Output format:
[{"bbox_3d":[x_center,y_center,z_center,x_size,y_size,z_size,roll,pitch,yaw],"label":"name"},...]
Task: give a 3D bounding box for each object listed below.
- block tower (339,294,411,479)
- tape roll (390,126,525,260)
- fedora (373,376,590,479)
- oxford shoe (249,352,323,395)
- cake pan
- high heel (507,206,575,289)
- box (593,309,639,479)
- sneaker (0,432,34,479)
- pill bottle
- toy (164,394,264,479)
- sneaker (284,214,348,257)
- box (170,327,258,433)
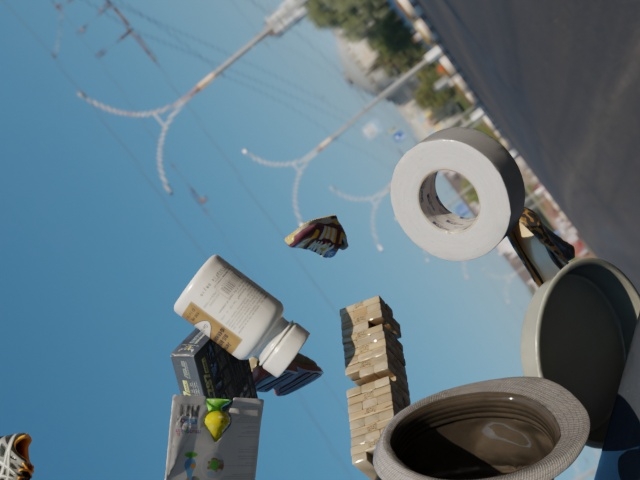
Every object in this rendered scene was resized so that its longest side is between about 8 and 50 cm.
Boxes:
[{"bbox_3d":[0.105,0.267,1.837,0.091,0.097,0.335,47,-150,-42],"label":"block tower"},{"bbox_3d":[0.230,-0.077,1.687,0.219,0.219,0.072,53,-141,-1],"label":"tape roll"},{"bbox_3d":[0.209,0.292,1.283,0.244,0.276,0.124,-136,32,-62],"label":"fedora"},{"bbox_3d":[-0.087,0.271,2.269,0.130,0.123,0.348,61,-173,19],"label":"oxford shoe"},{"bbox_3d":[0.414,0.174,1.550,0.293,0.054,0.293,7,-102,-37],"label":"cake pan"},{"bbox_3d":[0.390,0.054,1.769,0.186,0.093,0.261,32,-146,-24],"label":"high heel"},{"bbox_3d":[0.643,0.331,1.320,0.472,0.479,0.297,16,176,0],"label":"box"},{"bbox_3d":[-0.619,0.480,2.013,0.084,0.083,0.214,62,-174,-55],"label":"sneaker"},{"bbox_3d":[-0.140,0.142,1.813,0.229,0.131,0.131,37,-168,-1],"label":"pill bottle"},{"bbox_3d":[-0.151,0.316,1.276,0.137,0.237,0.056,10,176,-37],"label":"toy"},{"bbox_3d":[0.000,0.000,2.125,0.185,0.070,0.083,-21,-102,-54],"label":"sneaker"},{"bbox_3d":[-0.204,0.280,1.975,0.183,0.059,0.232,-49,-48,-56],"label":"box"}]
